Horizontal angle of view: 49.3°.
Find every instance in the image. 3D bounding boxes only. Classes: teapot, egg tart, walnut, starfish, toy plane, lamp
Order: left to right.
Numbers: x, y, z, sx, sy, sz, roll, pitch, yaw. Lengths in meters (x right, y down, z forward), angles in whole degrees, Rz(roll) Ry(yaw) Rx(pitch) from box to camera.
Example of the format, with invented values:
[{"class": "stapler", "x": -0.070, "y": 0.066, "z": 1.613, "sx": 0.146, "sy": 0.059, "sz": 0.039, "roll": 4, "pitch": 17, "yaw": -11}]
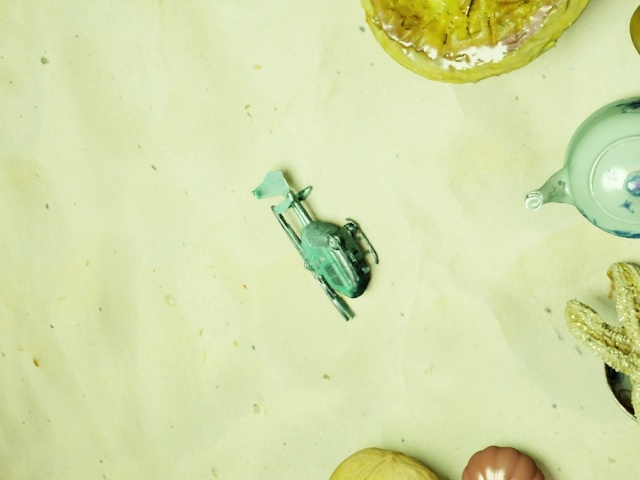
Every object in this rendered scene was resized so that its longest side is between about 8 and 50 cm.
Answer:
[{"class": "toy plane", "x": 0.000, "y": 0.000, "z": 0.954, "sx": 0.096, "sy": 0.060, "sz": 0.235, "roll": -32, "pitch": 93, "yaw": 40}, {"class": "walnut", "x": 0.087, "y": 0.395, "z": 0.943, "sx": 0.193, "sy": 0.193, "sz": 0.225, "roll": 13, "pitch": 109, "yaw": 21}, {"class": "egg tart", "x": 0.170, "y": -0.319, "z": 0.762, "sx": 0.290, "sy": 0.115, "sz": 0.290, "roll": 5, "pitch": 103, "yaw": 24}, {"class": "lamp", "x": 0.237, "y": 0.318, "z": 0.903, "sx": 0.107, "sy": 0.092, "sz": 0.107, "roll": 6, "pitch": 105, "yaw": 24}, {"class": "teapot", "x": 0.337, "y": -0.069, "z": 0.731, "sx": 0.232, "sy": 0.159, "sz": 0.159, "roll": -12, "pitch": 98, "yaw": 26}, {"class": "starfish", "x": 0.374, "y": 0.126, "z": 0.752, "sx": 0.216, "sy": 0.071, "sz": 0.238, "roll": 3, "pitch": 70, "yaw": 22}]

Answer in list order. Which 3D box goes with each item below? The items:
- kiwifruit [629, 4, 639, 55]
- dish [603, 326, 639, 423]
[{"class": "kiwifruit", "x": 0.375, "y": -0.203, "z": 0.722, "sx": 0.075, "sy": 0.075, "sz": 0.124, "roll": -39, "pitch": 82, "yaw": 27}, {"class": "dish", "x": 0.397, "y": 0.163, "z": 0.807, "sx": 0.141, "sy": 0.078, "sz": 0.141, "roll": -6, "pitch": 61, "yaw": 11}]
